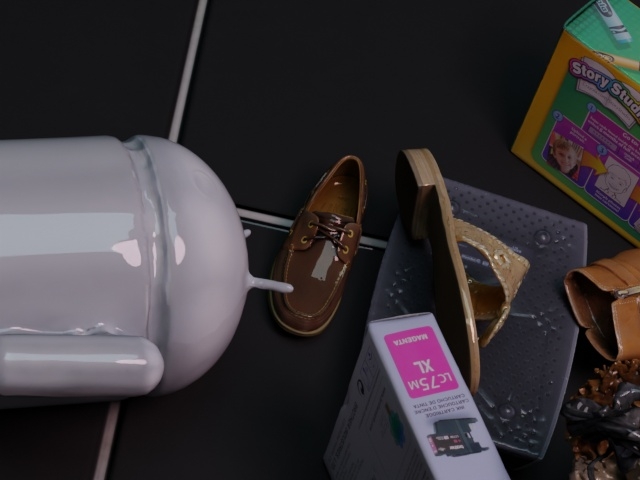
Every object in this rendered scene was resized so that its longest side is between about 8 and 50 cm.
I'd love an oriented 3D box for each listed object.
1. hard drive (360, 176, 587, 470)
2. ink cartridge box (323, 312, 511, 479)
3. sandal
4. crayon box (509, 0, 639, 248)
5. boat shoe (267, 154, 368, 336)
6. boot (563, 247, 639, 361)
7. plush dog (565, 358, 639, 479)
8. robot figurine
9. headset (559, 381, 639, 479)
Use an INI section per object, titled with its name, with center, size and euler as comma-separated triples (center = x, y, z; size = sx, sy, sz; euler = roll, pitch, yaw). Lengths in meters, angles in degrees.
[hard drive]
center = 0.124, 0.066, 1.564
size = 0.172, 0.054, 0.255
euler = 18, 50, -1
[ink cartridge box]
center = 0.094, 0.228, 1.338
size = 0.065, 0.186, 0.311
euler = -9, 55, -19
[sandal]
center = 0.126, 0.014, 1.512
size = 0.079, 0.088, 0.240
euler = -6, 49, -12
[crayon box]
center = 0.313, -0.070, 1.653
size = 0.278, 0.165, 0.081
euler = 39, 53, 16
[boat shoe]
center = 0.000, 0.000, 1.579
size = 0.064, 0.060, 0.178
euler = 19, 50, 0
[boot]
center = 0.297, 0.086, 1.561
size = 0.152, 0.073, 0.197
euler = -5, 45, -41
[plush dog]
center = 0.276, 0.163, 1.415
size = 0.262, 0.225, 0.211
euler = 5, 51, -11
[robot figurine]
center = -0.206, 0.023, 1.413
size = 0.353, 0.200, 0.300
euler = -3, 34, -17
[headset]
center = 0.273, 0.284, 1.255
size = 0.243, 0.185, 0.394
euler = -28, 99, -9
